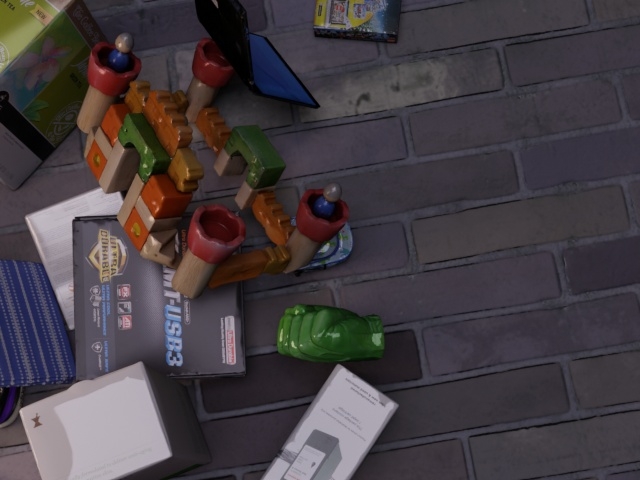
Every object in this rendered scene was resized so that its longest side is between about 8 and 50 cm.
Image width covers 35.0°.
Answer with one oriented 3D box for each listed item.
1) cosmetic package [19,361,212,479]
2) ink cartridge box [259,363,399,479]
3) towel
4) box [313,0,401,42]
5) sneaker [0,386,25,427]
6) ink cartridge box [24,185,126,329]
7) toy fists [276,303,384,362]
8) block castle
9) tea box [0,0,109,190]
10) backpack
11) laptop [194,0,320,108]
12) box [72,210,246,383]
[{"bbox_3d":[-0.310,0.311,1.609,0.197,0.365,0.155,-21,77,-1],"label":"cosmetic package"},{"bbox_3d":[-0.001,0.359,1.662,0.121,0.211,0.289,34,83,8],"label":"ink cartridge box"},{"bbox_3d":[-0.571,0.139,1.692,0.040,0.336,0.243,-33,68,30],"label":"towel"},{"bbox_3d":[0.078,-0.496,1.927,0.159,0.044,0.233,6,78,5],"label":"box"},{"bbox_3d":[-0.573,0.177,1.764,0.102,0.146,0.293,-5,78,3],"label":"sneaker"},{"bbox_3d":[-0.412,0.026,1.849,0.181,0.056,0.224,-21,96,-2],"label":"ink cartridge box"},{"bbox_3d":[0.006,0.152,1.671,0.142,0.279,0.096,-2,87,-11],"label":"toy fists"},{"bbox_3d":[-0.186,-0.147,1.680,0.303,0.213,0.453,-11,57,-40],"label":"block castle"},{"bbox_3d":[-0.558,-0.308,1.776,0.220,0.329,0.323,39,83,11],"label":"tea box"},{"bbox_3d":[0.000,0.000,1.804,0.114,0.084,0.105,-11,80,-3],"label":"backpack"},{"bbox_3d":[-0.113,-0.369,1.751,0.137,0.264,0.234,-23,53,-16],"label":"laptop"},{"bbox_3d":[-0.280,0.100,1.780,0.293,0.073,0.295,-2,84,-2],"label":"box"}]
